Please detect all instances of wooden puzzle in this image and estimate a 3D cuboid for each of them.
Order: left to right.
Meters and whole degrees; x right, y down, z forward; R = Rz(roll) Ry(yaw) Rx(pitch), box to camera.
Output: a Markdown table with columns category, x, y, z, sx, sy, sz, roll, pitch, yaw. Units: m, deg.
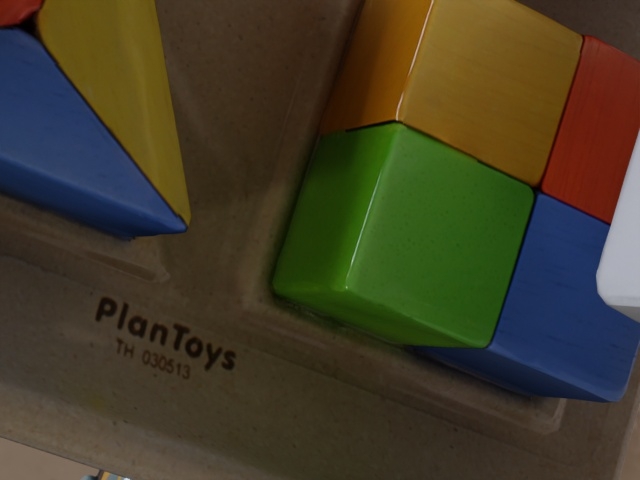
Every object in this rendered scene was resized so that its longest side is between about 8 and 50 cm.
| category | x | y | z | sx | sy | sz | roll | pitch | yaw |
| --- | --- | --- | --- | --- | --- | --- | --- | --- | --- |
| wooden puzzle | 0.002 | -0.102 | 0.449 | 0.080 | 0.322 | 0.348 | -14 | 57 | 62 |

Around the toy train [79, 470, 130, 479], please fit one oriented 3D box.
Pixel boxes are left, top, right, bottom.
| category | x | y | z | sx | sy | sz | roll | pitch | yaw |
| --- | --- | --- | --- | --- | --- | --- | --- | --- | --- |
| toy train | -0.129 | 0.175 | 1.438 | 0.334 | 0.142 | 0.190 | -67 | 12 | -18 |

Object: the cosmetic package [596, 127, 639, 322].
| category | x | y | z | sx | sy | sz | roll | pitch | yaw |
| --- | --- | --- | --- | --- | --- | --- | --- | --- | --- |
| cosmetic package | 0.263 | -0.152 | 0.435 | 0.161 | 0.230 | 0.453 | -1 | 68 | 58 |
